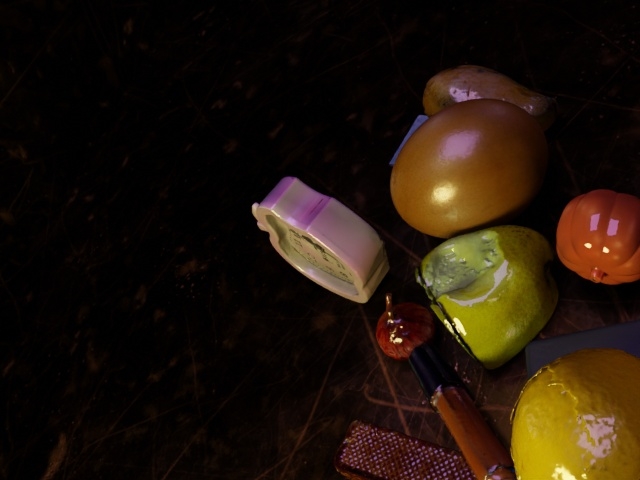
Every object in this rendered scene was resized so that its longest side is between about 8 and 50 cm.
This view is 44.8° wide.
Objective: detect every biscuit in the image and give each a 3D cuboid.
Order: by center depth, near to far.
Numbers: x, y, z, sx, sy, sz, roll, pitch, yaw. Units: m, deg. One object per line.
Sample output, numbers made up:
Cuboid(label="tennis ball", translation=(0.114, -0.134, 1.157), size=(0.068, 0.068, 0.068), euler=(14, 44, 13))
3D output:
Cuboid(label="biscuit", translation=(0.194, 0.428, 1.417), size=(0.388, 0.073, 0.107), euler=(7, 58, 42))

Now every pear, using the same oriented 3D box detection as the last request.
Cuboid(label="pear", translation=(0.344, 0.080, 1.545), size=(0.292, 0.159, 0.293), euler=(-20, 43, 20))

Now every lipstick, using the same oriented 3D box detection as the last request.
Cuboid(label="lipstick", translation=(0.251, 0.314, 1.398), size=(0.077, 0.077, 0.418), euler=(-38, 25, 5))

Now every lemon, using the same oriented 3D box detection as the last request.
Cuboid(label="lemon", translation=(0.428, 0.311, 1.172), size=(0.297, 0.297, 0.297), euler=(-22, 44, 23))

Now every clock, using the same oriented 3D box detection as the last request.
Cuboid(label="clock", translation=(0.000, 0.000, 1.769), size=(0.338, 0.338, 0.102), euler=(20, 66, 47))

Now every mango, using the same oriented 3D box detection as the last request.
Cuboid(label="mango", translation=(0.398, -0.314, 1.861), size=(0.329, 0.175, 0.177), euler=(34, 111, 30))

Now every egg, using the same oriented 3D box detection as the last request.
Cuboid(label="egg", translation=(0.315, -0.151, 1.672), size=(0.351, 0.282, 0.283), euler=(-25, 42, 22))

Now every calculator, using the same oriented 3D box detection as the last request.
Cuboid(label="calculator", translation=(0.239, -0.261, 2.039), size=(0.057, 0.018, 0.172), euler=(12, 63, 46))

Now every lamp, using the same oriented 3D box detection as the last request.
Cuboid(label="lamp", translation=(0.529, 0.003, 1.436), size=(0.187, 0.187, 0.164), euler=(6, 66, 42))

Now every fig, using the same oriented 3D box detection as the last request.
Cuboid(label="fig", translation=(0.181, 0.180, 1.613), size=(0.128, 0.150, 0.128), euler=(4, 52, -6))

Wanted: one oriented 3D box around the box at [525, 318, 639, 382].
Cuboid(label="box", translation=(0.481, 0.232, 1.375), size=(0.230, 0.050, 0.160), euler=(-17, 45, 27))
